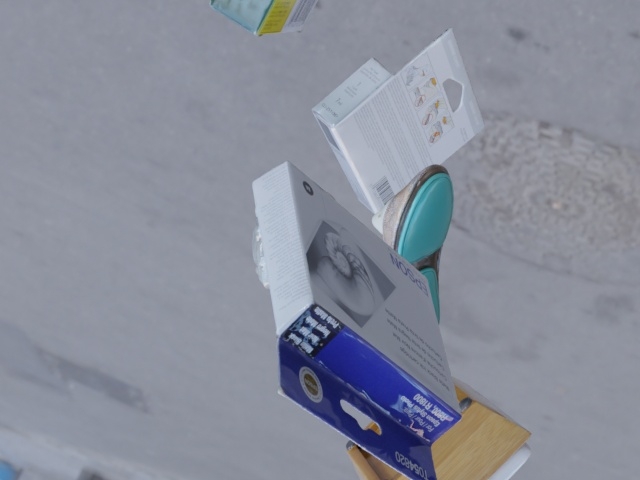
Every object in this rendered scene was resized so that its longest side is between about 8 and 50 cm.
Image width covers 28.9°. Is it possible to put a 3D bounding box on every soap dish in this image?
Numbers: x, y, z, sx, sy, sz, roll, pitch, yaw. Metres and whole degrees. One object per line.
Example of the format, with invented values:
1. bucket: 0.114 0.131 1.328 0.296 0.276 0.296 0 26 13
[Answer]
1. soap dish: 0.158 0.302 1.787 0.118 0.229 0.291 47 177 -12

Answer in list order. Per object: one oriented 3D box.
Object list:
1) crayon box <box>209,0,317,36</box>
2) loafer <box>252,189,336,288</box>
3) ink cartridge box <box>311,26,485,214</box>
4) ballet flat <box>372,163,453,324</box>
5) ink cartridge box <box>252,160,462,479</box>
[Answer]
1. crayon box: -0.008 -0.421 1.589 0.081 0.318 0.202 33 -163 8
2. loafer: 0.000 0.000 1.316 0.112 0.111 0.319 -7 173 8
3. ink cartridge box: 0.129 -0.192 1.954 0.060 0.239 0.275 44 172 34
4. ballet flat: 0.121 0.012 1.804 0.106 0.108 0.316 38 137 40
5. ink cartridge box: 0.036 0.072 1.034 0.045 0.224 0.223 -31 134 22
